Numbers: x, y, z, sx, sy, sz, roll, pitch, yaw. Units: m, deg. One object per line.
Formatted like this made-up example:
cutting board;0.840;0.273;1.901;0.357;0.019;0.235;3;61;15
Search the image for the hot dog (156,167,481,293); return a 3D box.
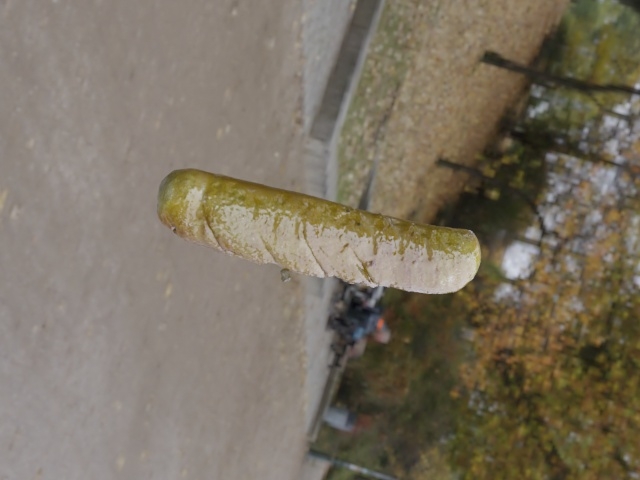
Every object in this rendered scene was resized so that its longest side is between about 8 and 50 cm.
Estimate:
hot dog;0.001;-0.004;0.935;0.088;0.285;0.061;110;-13;-55
